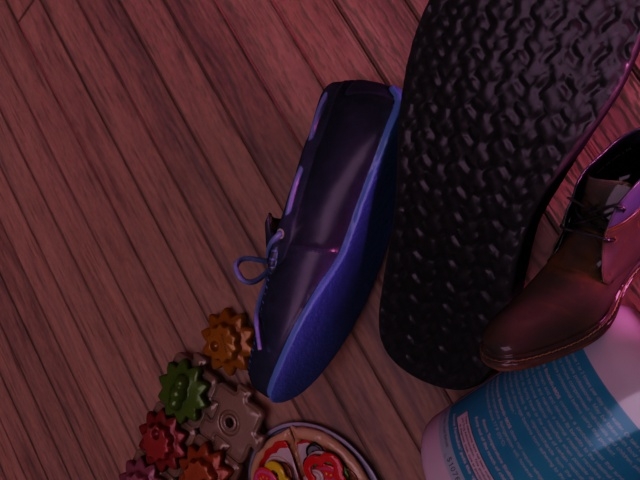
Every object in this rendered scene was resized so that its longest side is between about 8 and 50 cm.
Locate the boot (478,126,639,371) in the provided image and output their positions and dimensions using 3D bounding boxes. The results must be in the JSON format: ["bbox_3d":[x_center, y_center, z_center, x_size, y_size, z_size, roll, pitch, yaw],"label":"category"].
[{"bbox_3d":[0.196,0.002,0.438,0.082,0.219,0.106,28,148,60],"label":"boot"}]

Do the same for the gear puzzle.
[{"bbox_3d":[-0.162,0.248,0.745,0.176,0.044,0.338,28,101,24],"label":"gear puzzle"}]

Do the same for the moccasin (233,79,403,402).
[{"bbox_3d":[0.000,0.000,0.609,0.117,0.138,0.341,27,95,29],"label":"moccasin"}]

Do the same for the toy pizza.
[{"bbox_3d":[-0.012,0.323,0.700,0.201,0.032,0.201,4,99,29],"label":"toy pizza"}]

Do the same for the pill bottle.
[{"bbox_3d":[0.222,0.152,0.475,0.264,0.146,0.146,-45,75,27],"label":"pill bottle"}]

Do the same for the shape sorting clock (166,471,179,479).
[{"bbox_3d":[-0.185,0.382,0.802,0.206,0.040,0.206,-1,88,26],"label":"shape sorting clock"}]

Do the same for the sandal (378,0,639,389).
[{"bbox_3d":[0.151,-0.068,0.524,0.168,0.107,0.445,25,121,23],"label":"sandal"}]
